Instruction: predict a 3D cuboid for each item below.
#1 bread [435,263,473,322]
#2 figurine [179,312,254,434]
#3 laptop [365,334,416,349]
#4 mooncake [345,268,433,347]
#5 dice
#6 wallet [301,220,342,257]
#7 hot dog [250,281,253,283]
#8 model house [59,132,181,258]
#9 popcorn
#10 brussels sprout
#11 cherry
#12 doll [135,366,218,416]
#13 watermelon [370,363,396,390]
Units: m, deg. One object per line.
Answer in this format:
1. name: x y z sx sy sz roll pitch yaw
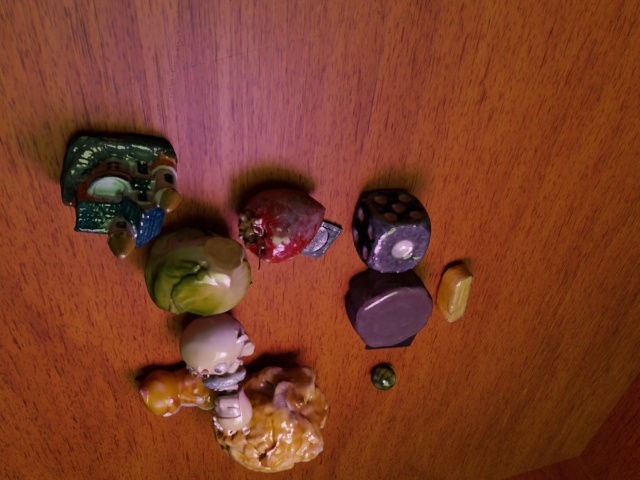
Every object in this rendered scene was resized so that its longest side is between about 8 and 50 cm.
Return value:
1. bread: 0.474 0.182 2.136 0.102 0.094 0.246 -20 138 -19
2. figurine: -0.279 0.409 1.866 0.226 0.395 0.274 -7 -170 33
3. laptop: 0.272 0.359 2.266 0.197 0.016 0.135 1 131 -23
4. mooncake: 0.221 0.213 2.004 0.305 0.154 0.306 -13 134 -14
5. dice: 0.202 -0.028 1.747 0.181 0.183 0.182 -3 131 -20
6. wallet: 0.000 0.000 1.794 0.088 0.026 0.129 19 121 -36
7. hot dog: -0.294 0.134 1.766 0.188 0.055 0.072 -20 157 -10
8. model house: -0.434 -0.083 1.339 0.253 0.291 0.184 5 133 -28
9. popcorn: -0.166 0.611 2.067 0.389 0.344 0.354 -22 162 1
10. brussels sprout: -0.319 0.083 1.600 0.259 0.227 0.294 10 151 -39
11. cherry: -0.097 -0.046 1.600 0.249 0.192 0.175 -22 175 -18
12. doll: -0.448 0.482 1.956 0.269 0.162 0.166 -12 177 -23
13. watermelon: 0.249 0.536 2.363 0.108 0.109 0.109 -13 135 -13
